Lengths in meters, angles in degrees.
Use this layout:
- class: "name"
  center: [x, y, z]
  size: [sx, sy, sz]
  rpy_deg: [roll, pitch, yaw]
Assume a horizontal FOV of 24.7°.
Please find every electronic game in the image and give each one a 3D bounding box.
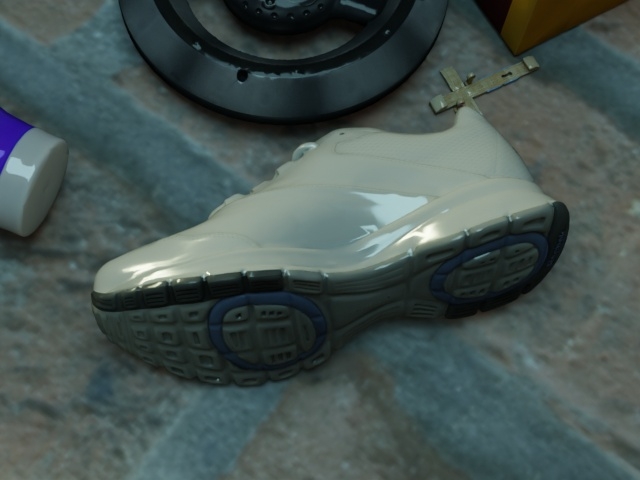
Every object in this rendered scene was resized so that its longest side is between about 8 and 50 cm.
- class: "electronic game"
  center: [-0.025, -0.181, 1.006]
  size: [0.229, 0.048, 0.229]
  rpy_deg: [1, 66, -2]

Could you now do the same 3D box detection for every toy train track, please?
- class: "toy train track"
  center: [0.113, -0.109, 1.004]
  size: [0.083, 0.014, 0.048]
  rpy_deg: [-24, 71, -15]

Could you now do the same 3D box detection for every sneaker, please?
- class: "sneaker"
  center: [0.000, 0.000, 0.914]
  size: [0.297, 0.111, 0.129]
  rpy_deg: [-13, 52, -14]

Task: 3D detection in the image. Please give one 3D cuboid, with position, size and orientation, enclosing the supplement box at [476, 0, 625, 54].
- class: "supplement box"
  center: [0.148, -0.270, 0.981]
  size: [0.129, 0.191, 0.194]
  rpy_deg: [-27, 72, -15]

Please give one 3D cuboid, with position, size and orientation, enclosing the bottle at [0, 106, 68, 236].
- class: "bottle"
  center: [-0.299, -0.085, 0.918]
  size: [0.282, 0.092, 0.118]
  rpy_deg: [23, 65, 6]
